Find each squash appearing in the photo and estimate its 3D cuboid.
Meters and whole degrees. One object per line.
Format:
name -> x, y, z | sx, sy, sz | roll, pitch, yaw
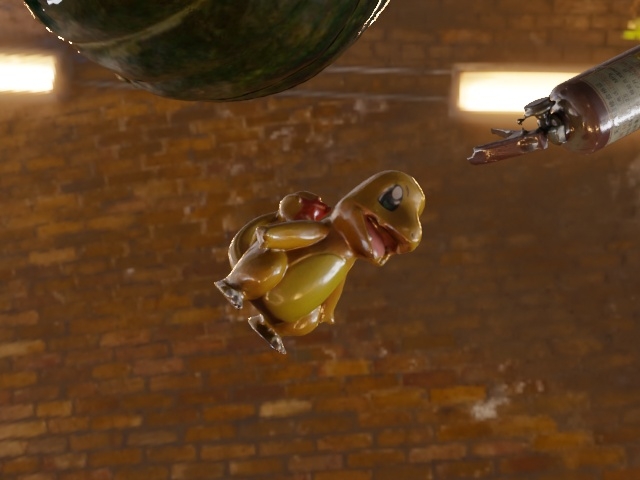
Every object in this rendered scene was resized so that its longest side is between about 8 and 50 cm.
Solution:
squash -> -0.049, -0.158, 0.408 | 0.172, 0.218, 0.218 | -40, -151, 13

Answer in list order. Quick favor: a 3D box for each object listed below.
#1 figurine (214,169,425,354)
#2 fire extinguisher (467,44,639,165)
figurine -> 0.001, -0.003, 0.838 | 0.176, 0.121, 0.122 | -29, -140, 6
fire extinguisher -> 0.262, -0.123, 1.004 | 0.252, 0.075, 0.106 | -28, 174, -19
